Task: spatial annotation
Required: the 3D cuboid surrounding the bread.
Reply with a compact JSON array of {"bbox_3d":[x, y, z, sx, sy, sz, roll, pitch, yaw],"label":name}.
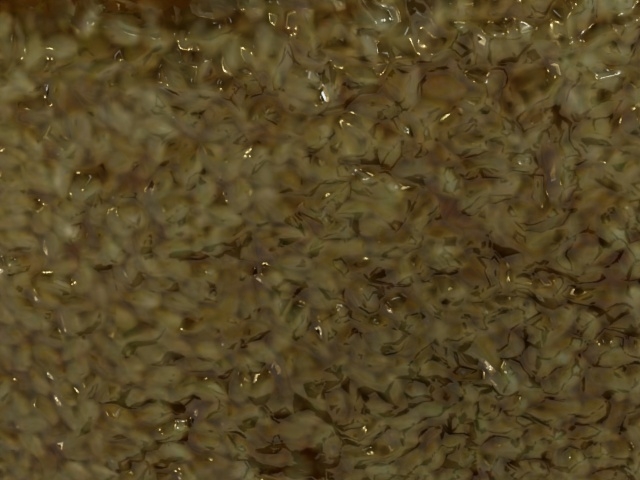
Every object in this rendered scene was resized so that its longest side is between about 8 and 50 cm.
[{"bbox_3d":[0.000,0.000,0.390,0.234,0.184,0.110,-3,-151,9],"label":"bread"}]
